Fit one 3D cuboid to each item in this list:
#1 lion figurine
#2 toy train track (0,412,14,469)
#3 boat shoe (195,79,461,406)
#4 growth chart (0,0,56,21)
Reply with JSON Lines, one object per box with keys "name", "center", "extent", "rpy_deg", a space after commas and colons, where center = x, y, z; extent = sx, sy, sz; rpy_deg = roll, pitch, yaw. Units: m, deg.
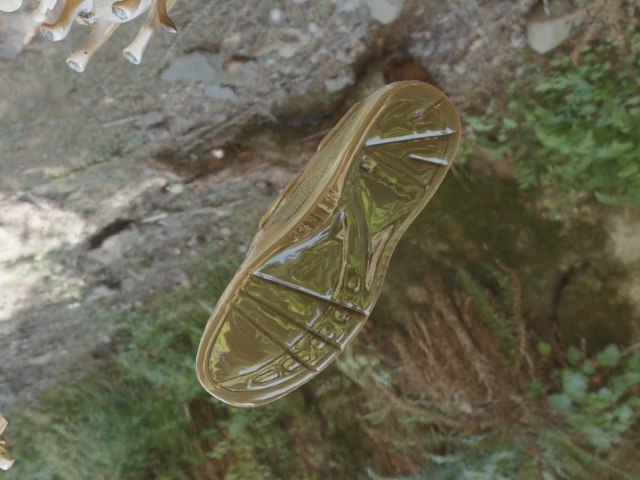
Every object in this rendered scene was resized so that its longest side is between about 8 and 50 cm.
{"name": "lion figurine", "center": [-0.307, -0.401, 1.422], "extent": [0.392, 0.240, 0.142], "rpy_deg": [9, 151, 39]}
{"name": "toy train track", "center": [-0.246, 0.129, 0.628], "extent": [0.014, 0.083, 0.048], "rpy_deg": [-18, 148, -55]}
{"name": "boat shoe", "center": [0.000, 0.000, 0.740], "extent": [0.302, 0.109, 0.098], "rpy_deg": [-57, -161, 1]}
{"name": "growth chart", "center": [-0.369, -0.353, 0.963], "extent": [0.237, 0.021, 0.172], "rpy_deg": [34, 124, -26]}
